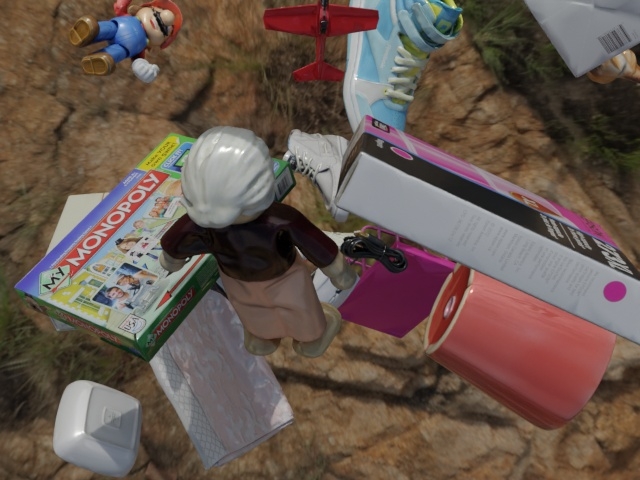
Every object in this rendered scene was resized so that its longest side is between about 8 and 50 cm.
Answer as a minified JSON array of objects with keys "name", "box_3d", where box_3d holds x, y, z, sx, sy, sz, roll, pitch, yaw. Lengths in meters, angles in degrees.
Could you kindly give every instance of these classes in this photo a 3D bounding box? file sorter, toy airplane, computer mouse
[{"name":"file sorter","box_3d":[0.177,0.056,1.845,0.202,0.182,0.290,20,138,-22]},{"name":"toy airplane","box_3d":[-0.001,-0.258,1.032,0.151,0.028,0.151,-5,138,-5]},{"name":"computer mouse","box_3d":[0.018,0.065,1.070,0.193,0.042,0.106,-41,138,23]}]

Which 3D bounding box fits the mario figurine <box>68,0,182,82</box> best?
[{"name":"mario figurine","box_3d":[-0.417,-0.490,1.855,0.170,0.320,0.198,23,125,14]}]

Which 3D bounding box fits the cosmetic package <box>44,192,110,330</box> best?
[{"name":"cosmetic package","box_3d":[-0.560,0.045,1.905,0.113,0.309,0.160,-5,134,5]}]

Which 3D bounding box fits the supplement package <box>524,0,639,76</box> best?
[{"name":"supplement package","box_3d":[0.531,-0.471,1.474,0.199,0.262,0.198,-28,104,43]}]

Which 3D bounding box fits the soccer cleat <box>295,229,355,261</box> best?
[{"name":"soccer cleat","box_3d":[0.000,0.000,1.774,0.196,0.068,0.076,-13,93,-25]}]

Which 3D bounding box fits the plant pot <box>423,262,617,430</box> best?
[{"name":"plant pot","box_3d":[0.324,0.155,1.371,0.243,0.275,0.274,24,94,-3]}]

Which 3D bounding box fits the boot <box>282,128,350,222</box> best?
[{"name":"boot","box_3d":[-0.009,-0.119,1.429,0.123,0.258,0.095,12,117,-9]}]

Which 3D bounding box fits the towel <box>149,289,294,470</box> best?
[{"name":"towel","box_3d":[-0.201,0.218,1.408,0.053,0.317,0.331,-20,74,-40]}]

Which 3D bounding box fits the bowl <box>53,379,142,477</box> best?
[{"name":"bowl","box_3d":[-0.344,0.293,1.279,0.142,0.142,0.053,30,129,-31]}]

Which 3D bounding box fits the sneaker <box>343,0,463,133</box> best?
[{"name":"sneaker","box_3d":[0.150,-0.308,1.388,0.127,0.208,0.318,-1,87,-45]}]

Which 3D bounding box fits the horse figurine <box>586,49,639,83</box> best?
[{"name":"horse figurine","box_3d":[0.634,-0.408,1.770,0.263,0.066,0.174,-16,82,-39]}]

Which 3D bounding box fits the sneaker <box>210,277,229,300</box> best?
[{"name":"sneaker","box_3d":[-0.197,0.028,1.231,0.282,0.099,0.153,46,127,13]}]

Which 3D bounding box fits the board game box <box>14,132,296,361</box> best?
[{"name":"board game box","box_3d":[-0.205,-0.008,1.035,0.214,0.046,0.317,17,53,29]}]

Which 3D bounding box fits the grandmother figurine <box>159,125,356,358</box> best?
[{"name":"grandmother figurine","box_3d":[-0.069,0.012,0.833,0.208,0.342,0.104,-5,56,4]}]

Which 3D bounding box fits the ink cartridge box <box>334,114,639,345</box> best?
[{"name":"ink cartridge box","box_3d":[0.193,-0.005,0.788,0.371,0.175,0.069,26,109,-5]}]
